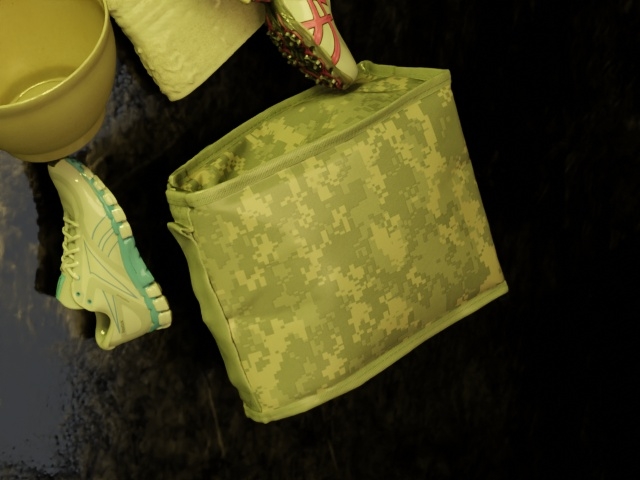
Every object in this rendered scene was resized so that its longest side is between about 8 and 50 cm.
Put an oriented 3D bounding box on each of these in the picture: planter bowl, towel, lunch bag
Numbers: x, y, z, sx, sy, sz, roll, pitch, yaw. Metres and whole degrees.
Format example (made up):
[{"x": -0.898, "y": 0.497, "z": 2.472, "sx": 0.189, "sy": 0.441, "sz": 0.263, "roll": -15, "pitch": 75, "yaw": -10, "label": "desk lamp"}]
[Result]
[{"x": -0.237, "y": -0.133, "z": 1.437, "sx": 0.162, "sy": 0.162, "sz": 0.109, "roll": -41, "pitch": 143, "yaw": -18, "label": "planter bowl"}, {"x": -0.088, "y": -0.284, "z": 1.552, "sx": 0.282, "sy": 0.049, "sz": 0.187, "roll": -45, "pitch": 117, "yaw": -15, "label": "towel"}, {"x": 0.000, "y": 0.000, "z": 1.589, "sx": 0.287, "sy": 0.169, "sz": 0.235, "roll": -30, "pitch": 114, "yaw": -29, "label": "lunch bag"}]

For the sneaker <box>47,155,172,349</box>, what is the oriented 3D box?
[{"x": -0.202, "y": 0.016, "z": 1.529, "sx": 0.083, "sy": 0.071, "sz": 0.191, "roll": -32, "pitch": 114, "yaw": -16, "label": "sneaker"}]

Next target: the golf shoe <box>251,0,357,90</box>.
[{"x": -0.016, "y": -0.214, "z": 1.539, "sx": 0.086, "sy": 0.067, "sz": 0.186, "roll": -47, "pitch": 119, "yaw": -16, "label": "golf shoe"}]

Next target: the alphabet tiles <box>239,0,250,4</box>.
[{"x": -0.126, "y": -0.337, "z": 1.476, "sx": 0.237, "sy": 0.009, "sz": 0.198, "roll": 27, "pitch": 72, "yaw": -11, "label": "alphabet tiles"}]
